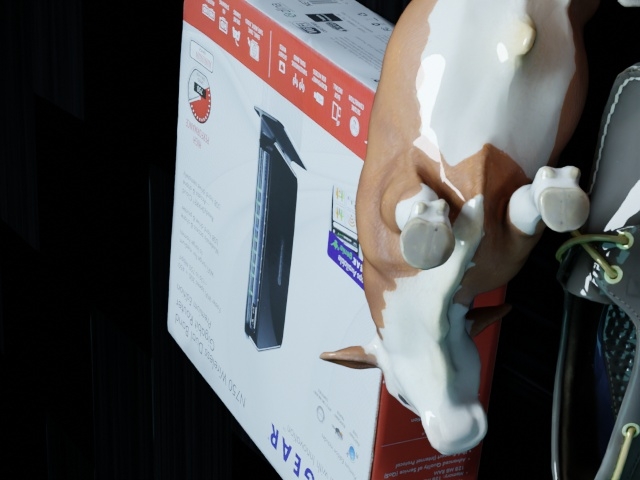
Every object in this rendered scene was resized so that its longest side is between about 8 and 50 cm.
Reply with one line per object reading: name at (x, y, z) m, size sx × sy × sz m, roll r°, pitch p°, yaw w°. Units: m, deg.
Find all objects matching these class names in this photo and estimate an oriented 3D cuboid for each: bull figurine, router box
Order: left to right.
router box at (0.000, 0.000, 0.987) m, size 0.335 × 0.082 × 0.301 m, roll 42°, pitch 133°, yaw 54°
bull figurine at (0.077, -0.051, 0.703) m, size 0.188 × 0.101 × 0.310 m, roll 165°, pitch 116°, yaw -82°

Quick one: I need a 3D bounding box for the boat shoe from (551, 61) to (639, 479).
boat shoe at (0.149, 0.025, 0.698) m, size 0.081 × 0.069 × 0.227 m, roll -157°, pitch 63°, yaw -62°
